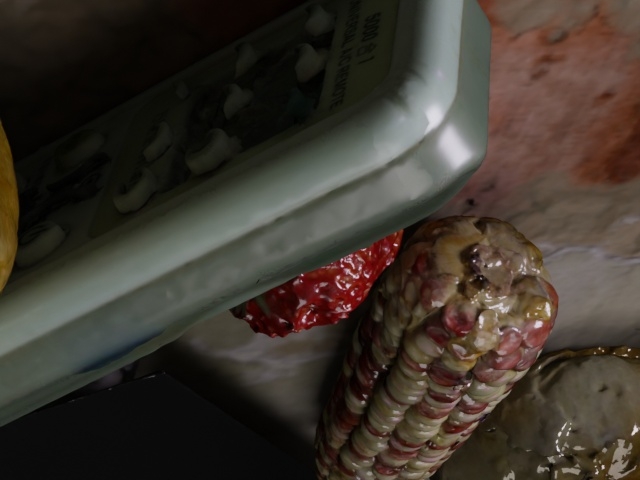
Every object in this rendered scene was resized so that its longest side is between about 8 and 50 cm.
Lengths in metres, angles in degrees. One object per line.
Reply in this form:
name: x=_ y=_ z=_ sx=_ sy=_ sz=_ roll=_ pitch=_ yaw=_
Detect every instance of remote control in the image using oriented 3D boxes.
remote control: x=-0.090 y=0.012 z=0.631 sx=0.335 sy=0.128 sz=0.065 roll=-26 pitch=113 yaw=21

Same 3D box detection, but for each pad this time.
pad: x=-0.182 y=0.161 z=0.942 sx=0.368 sy=0.007 sz=0.247 roll=-20 pitch=149 yaw=19

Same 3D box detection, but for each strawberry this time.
strawberry: x=0.000 y=0.000 z=0.713 sx=0.083 sy=0.073 sz=0.073 roll=-12 pitch=152 yaw=-29

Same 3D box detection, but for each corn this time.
corn: x=0.044 y=0.066 z=0.824 sx=0.080 sy=0.079 sz=0.237 roll=-3 pitch=151 yaw=-16

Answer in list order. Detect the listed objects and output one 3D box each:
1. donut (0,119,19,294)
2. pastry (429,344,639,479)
donut: x=-0.206 y=-0.007 z=0.483 sx=0.261 sy=0.208 sz=0.128 roll=10 pitch=142 yaw=-41
pastry: x=0.128 y=0.112 z=0.931 sx=0.153 sy=0.081 sz=0.153 roll=-18 pitch=156 yaw=-8
